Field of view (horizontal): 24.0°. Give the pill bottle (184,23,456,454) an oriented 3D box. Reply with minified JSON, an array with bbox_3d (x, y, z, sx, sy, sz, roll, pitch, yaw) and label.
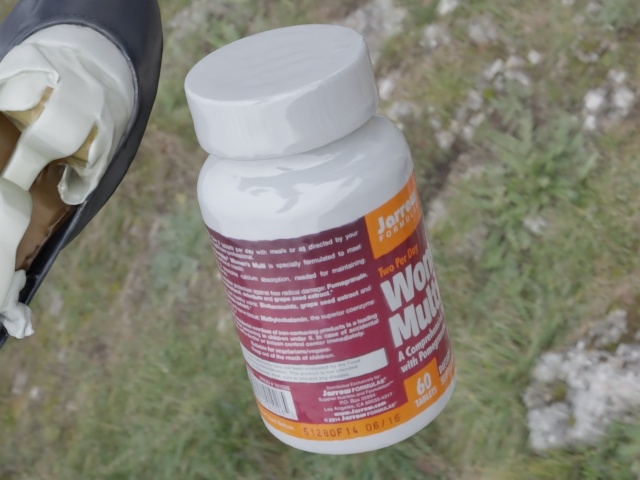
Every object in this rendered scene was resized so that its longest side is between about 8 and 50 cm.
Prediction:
[{"bbox_3d":[0.000,0.000,0.843,0.121,0.221,0.121,-11,28,6],"label":"pill bottle"}]

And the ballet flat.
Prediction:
[{"bbox_3d":[-0.109,-0.019,0.545,0.074,0.074,0.203,16,71,47],"label":"ballet flat"}]
